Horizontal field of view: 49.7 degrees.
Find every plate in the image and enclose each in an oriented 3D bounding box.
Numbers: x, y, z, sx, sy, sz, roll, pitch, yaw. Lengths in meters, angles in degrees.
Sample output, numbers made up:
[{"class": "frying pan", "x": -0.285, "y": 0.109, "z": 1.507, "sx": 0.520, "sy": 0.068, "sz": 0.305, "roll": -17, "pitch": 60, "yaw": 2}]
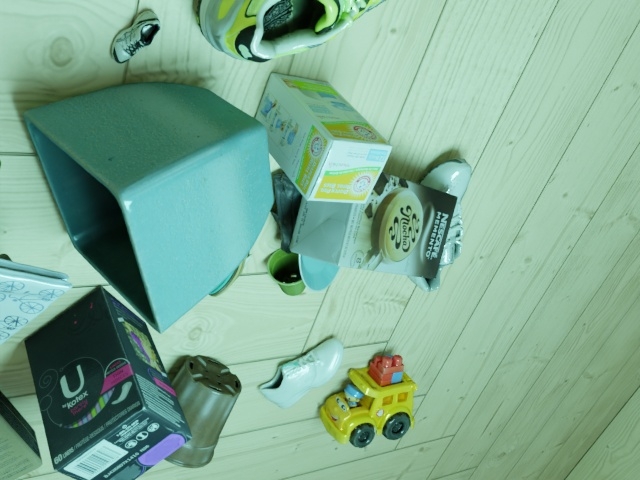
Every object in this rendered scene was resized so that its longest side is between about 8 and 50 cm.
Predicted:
[{"class": "plate", "x": 0.000, "y": 0.000, "z": 1.263, "sx": 0.188, "sy": 0.024, "sz": 0.188, "roll": -30, "pitch": 126, "yaw": -55}]

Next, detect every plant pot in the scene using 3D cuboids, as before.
[{"class": "plant pot", "x": -0.206, "y": -0.078, "z": 0.957, "sx": 0.252, "sy": 0.248, "sz": 0.247, "roll": -33, "pitch": 141, "yaw": -29}, {"class": "plant pot", "x": -0.248, "y": 0.329, "z": 1.366, "sx": 0.167, "sy": 0.167, "sz": 0.165, "roll": 18, "pitch": 109, "yaw": -43}, {"class": "plant pot", "x": -0.055, "y": 0.066, "z": 1.315, "sx": 0.083, "sy": 0.083, "sz": 0.079, "roll": -27, "pitch": 150, "yaw": -11}]

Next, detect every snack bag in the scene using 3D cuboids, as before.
[{"class": "snack bag", "x": -0.546, "y": 0.072, "z": 0.875, "sx": 0.342, "sy": 0.037, "sz": 0.323, "roll": 22, "pitch": 141, "yaw": -40}]

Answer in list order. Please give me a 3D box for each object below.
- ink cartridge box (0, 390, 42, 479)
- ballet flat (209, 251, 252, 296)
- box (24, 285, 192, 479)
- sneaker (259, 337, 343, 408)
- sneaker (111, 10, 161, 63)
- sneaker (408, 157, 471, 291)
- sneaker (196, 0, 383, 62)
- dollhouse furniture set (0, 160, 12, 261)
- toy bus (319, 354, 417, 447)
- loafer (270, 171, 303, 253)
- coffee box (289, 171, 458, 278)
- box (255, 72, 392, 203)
[{"class": "ink cartridge box", "x": -0.631, "y": 0.364, "z": 1.179, "sx": 0.234, "sy": 0.088, "sz": 0.193, "roll": -24, "pitch": 136, "yaw": -14}, {"class": "ballet flat", "x": -0.139, "y": 0.003, "z": 1.195, "sx": 0.073, "sy": 0.080, "sz": 0.232, "roll": -11, "pitch": 136, "yaw": -47}, {"class": "box", "x": -0.347, "y": 0.237, "z": 1.117, "sx": 0.165, "sy": 0.270, "sz": 0.143, "roll": -36, "pitch": 139, "yaw": -1}, {"class": "sneaker", "x": -0.043, "y": 0.287, "z": 1.529, "sx": 0.212, "sy": 0.080, "sz": 0.094, "roll": -43, "pitch": 127, "yaw": 10}, {"class": "sneaker", "x": -0.242, "y": -0.262, "z": 0.904, "sx": 0.083, "sy": 0.037, "sz": 0.032, "roll": -46, "pitch": 140, "yaw": 13}, {"class": "sneaker", "x": 0.246, "y": -0.027, "z": 1.390, "sx": 0.111, "sy": 0.129, "sz": 0.297, "roll": -6, "pitch": 130, "yaw": -28}, {"class": "sneaker", "x": 0.030, "y": -0.341, "z": 0.935, "sx": 0.384, "sy": 0.147, "sz": 0.145, "roll": -32, "pitch": 137, "yaw": -7}, {"class": "dollhouse furniture set", "x": -0.521, "y": -0.009, "z": 0.929, "sx": 0.197, "sy": 0.151, "sz": 0.301, "roll": -3, "pitch": 151, "yaw": -6}, {"class": "toy bus", "x": 0.124, "y": 0.371, "z": 1.677, "sx": 0.220, "sy": 0.149, "sz": 0.211, "roll": -6, "pitch": 118, "yaw": -27}, {"class": "loafer", "x": -0.059, "y": -0.051, "z": 1.221, "sx": 0.061, "sy": 0.062, "sz": 0.170, "roll": 14, "pitch": 127, "yaw": 4}, {"class": "coffee box", "x": 0.103, "y": -0.034, "z": 1.223, "sx": 0.297, "sy": 0.119, "sz": 0.168, "roll": 9, "pitch": 96, "yaw": -49}, {"class": "box", "x": -0.003, "y": -0.154, "z": 1.042, "sx": 0.114, "sy": 0.203, "sz": 0.103, "roll": 1, "pitch": 127, "yaw": -35}]
